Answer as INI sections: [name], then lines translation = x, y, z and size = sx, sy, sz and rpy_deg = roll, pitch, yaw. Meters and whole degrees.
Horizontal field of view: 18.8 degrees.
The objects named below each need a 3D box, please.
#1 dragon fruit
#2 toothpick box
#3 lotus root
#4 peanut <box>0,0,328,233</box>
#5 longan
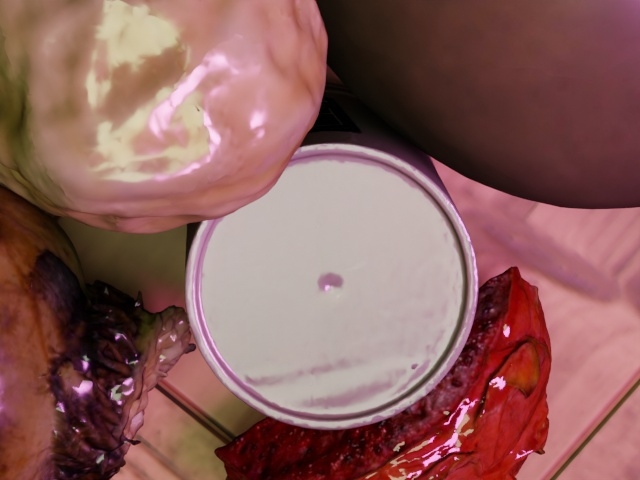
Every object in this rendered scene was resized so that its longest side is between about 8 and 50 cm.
[dragon fruit]
translation = 0.050, 0.100, 0.833
size = 0.162, 0.083, 0.106
rpy_deg = -35, 125, 4
[toothpick box]
translation = 0.000, 0.000, 0.774
size = 0.111, 0.181, 0.111
rpy_deg = 0, 101, -2
[lotus root]
translation = -0.211, 0.047, 0.796
size = 0.314, 0.141, 0.169
rpy_deg = 9, 103, -3
[peanut]
translation = -0.100, -0.109, 0.704
size = 0.152, 0.313, 0.152
rpy_deg = -15, 126, -21
[longan]
translation = 0.097, -0.142, 0.717
size = 0.258, 0.258, 0.258
rpy_deg = 0, 100, -1
